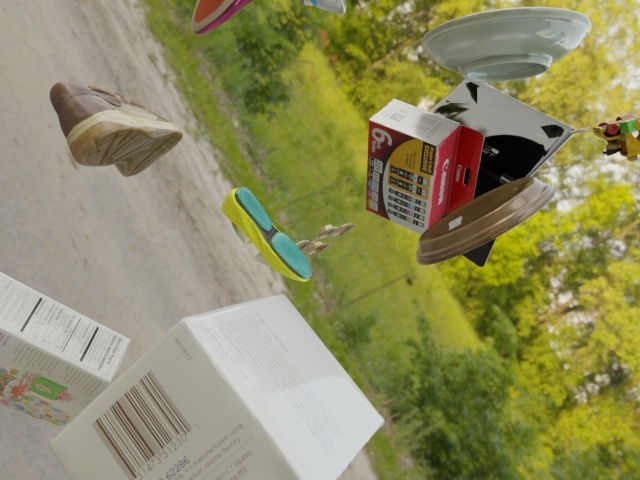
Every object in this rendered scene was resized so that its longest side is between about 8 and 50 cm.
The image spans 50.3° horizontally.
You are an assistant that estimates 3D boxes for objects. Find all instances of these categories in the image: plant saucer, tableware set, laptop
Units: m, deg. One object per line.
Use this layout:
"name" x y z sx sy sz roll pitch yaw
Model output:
"plant saucer" 0.290 -0.041 1.237 0.041 0.278 0.278 59 11 -6
"tableware set" 0.000 0.000 1.556 0.169 0.141 0.020 -2 62 -61
"plant saucer" 0.451 -0.460 1.674 0.400 0.401 0.100 -6 94 -78
"laptop" 0.457 -0.213 2.020 0.382 0.408 0.236 38 -18 31

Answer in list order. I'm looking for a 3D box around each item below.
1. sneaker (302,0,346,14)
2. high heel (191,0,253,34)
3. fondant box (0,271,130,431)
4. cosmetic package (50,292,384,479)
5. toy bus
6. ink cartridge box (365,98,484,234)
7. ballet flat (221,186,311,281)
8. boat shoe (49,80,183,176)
"sneaker" 0.046 -0.428 1.017 0.083 0.190 0.071 24 32 -5
"high heel" -0.165 -0.649 1.785 0.181 0.377 0.127 23 35 -56
"fondant box" -0.524 0.176 1.143 0.330 0.238 0.096 33 42 -17
"cosmetic package" -0.149 0.326 1.164 0.327 0.329 0.394 50 16 11
"toy bus" 0.738 -0.243 1.621 0.202 0.191 0.104 -3 -76 57
"ink cartridge box" 0.268 -0.180 1.816 0.272 0.130 0.309 26 -40 26
"ballet flat" -0.112 -0.001 1.346 0.231 0.077 0.077 51 30 -5
"boat shoe" -0.319 -0.183 1.070 0.123 0.123 0.342 53 8 1
